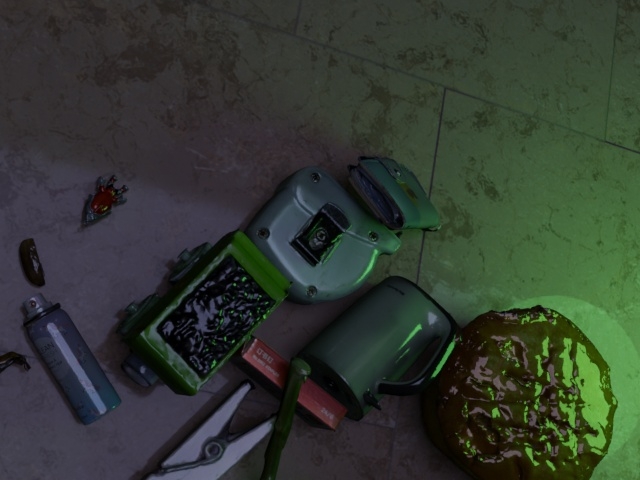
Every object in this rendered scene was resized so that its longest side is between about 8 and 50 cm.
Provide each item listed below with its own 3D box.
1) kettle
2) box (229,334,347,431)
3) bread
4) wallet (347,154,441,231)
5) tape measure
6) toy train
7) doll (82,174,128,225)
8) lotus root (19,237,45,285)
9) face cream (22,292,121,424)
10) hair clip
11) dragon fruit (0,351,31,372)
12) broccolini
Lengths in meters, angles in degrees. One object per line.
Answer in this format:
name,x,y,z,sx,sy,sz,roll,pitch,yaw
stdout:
kettle,0.119,0.200,1.704,0.255,0.240,0.165,-39,134,-26
box,-0.066,0.252,1.663,0.229,0.123,0.050,40,71,-10
bread,0.379,0.310,1.786,0.398,0.215,0.398,4,78,-20
wallet,0.141,-0.084,1.779,0.170,0.069,0.231,58,21,13
tape measure,0.001,-0.001,1.735,0.243,0.125,0.246,41,68,-10
toy train,-0.200,0.118,1.566,0.173,0.249,0.307,48,67,-10
doll,-0.387,-0.067,1.637,0.114,0.039,0.057,-56,135,-34
lotus root,-0.490,0.038,1.576,0.030,0.037,0.083,-18,88,-20
face cream,-0.423,0.194,1.555,0.075,0.075,0.229,-33,93,-24
hair clip,-0.214,0.382,1.599,0.331,0.085,0.101,-41,95,-22
dragon fruit,-0.585,0.214,1.463,0.246,0.125,0.125,-11,82,-30
broccolini,-0.083,0.393,1.582,0.079,0.074,0.392,1,108,-50
